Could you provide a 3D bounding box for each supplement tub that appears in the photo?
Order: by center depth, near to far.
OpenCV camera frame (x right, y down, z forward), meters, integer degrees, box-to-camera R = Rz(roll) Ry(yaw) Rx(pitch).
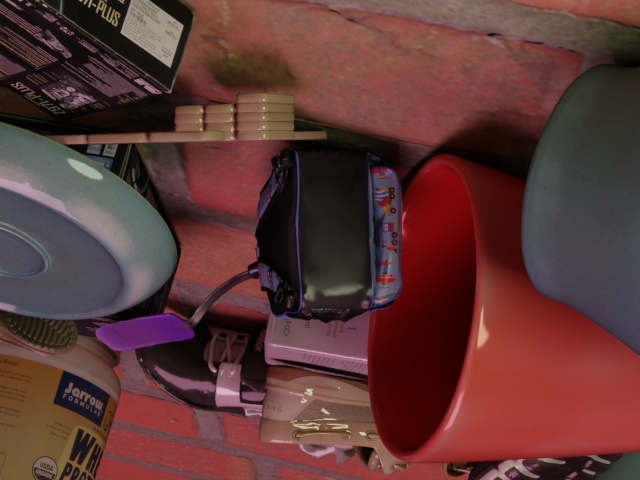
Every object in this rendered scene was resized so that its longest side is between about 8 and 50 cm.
[{"bbox_3d":[-0.397,0.251,1.882,0.228,0.316,0.228,12,157,5],"label":"supplement tub"}]

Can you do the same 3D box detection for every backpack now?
[{"bbox_3d":[0.000,0.000,1.307,0.117,0.158,0.173,0,173,-12],"label":"backpack"}]

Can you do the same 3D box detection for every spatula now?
[{"bbox_3d":[-0.090,0.050,1.450,0.296,0.030,0.084,-26,155,5],"label":"spatula"}]

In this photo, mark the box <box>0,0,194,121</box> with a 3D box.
[{"bbox_3d":[-0.216,-0.178,1.112,0.147,0.077,0.180,-9,148,43],"label":"box"}]

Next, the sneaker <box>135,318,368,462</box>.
[{"bbox_3d":[-0.063,0.156,1.764,0.331,0.122,0.146,23,137,-17],"label":"sneaker"}]

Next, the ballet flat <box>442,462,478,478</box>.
[{"bbox_3d":[0.236,0.276,1.885,0.080,0.073,0.232,22,155,-18],"label":"ballet flat"}]

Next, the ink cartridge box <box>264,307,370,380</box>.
[{"bbox_3d":[0.070,0.122,1.554,0.261,0.066,0.296,11,172,-1],"label":"ink cartridge box"}]

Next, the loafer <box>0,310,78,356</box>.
[{"bbox_3d":[-0.318,0.076,1.449,0.148,0.056,0.050,26,156,-6],"label":"loafer"}]

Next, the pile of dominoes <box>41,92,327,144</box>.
[{"bbox_3d":[-0.141,-0.104,1.229,0.251,0.040,0.196,1,-175,26],"label":"pile of dominoes"}]

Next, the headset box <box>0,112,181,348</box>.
[{"bbox_3d":[-0.295,-0.005,1.481,0.246,0.131,0.283,9,156,11],"label":"headset box"}]

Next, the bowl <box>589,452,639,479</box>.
[{"bbox_3d":[0.425,0.232,1.546,0.312,0.163,0.311,7,160,3],"label":"bowl"}]

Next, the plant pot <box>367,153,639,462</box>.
[{"bbox_3d":[0.197,0.076,1.251,0.243,0.274,0.275,10,158,-15],"label":"plant pot"}]

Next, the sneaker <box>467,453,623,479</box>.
[{"bbox_3d":[0.255,0.152,1.462,0.281,0.162,0.106,-35,141,25],"label":"sneaker"}]

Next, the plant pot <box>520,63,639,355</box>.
[{"bbox_3d":[0.291,-0.013,0.994,0.255,0.271,0.271,16,161,33],"label":"plant pot"}]

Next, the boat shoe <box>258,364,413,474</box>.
[{"bbox_3d":[0.070,0.218,1.631,0.302,0.098,0.109,15,171,-24],"label":"boat shoe"}]

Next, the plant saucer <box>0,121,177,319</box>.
[{"bbox_3d":[-0.287,-0.007,1.273,0.318,0.043,0.317,12,151,6],"label":"plant saucer"}]
